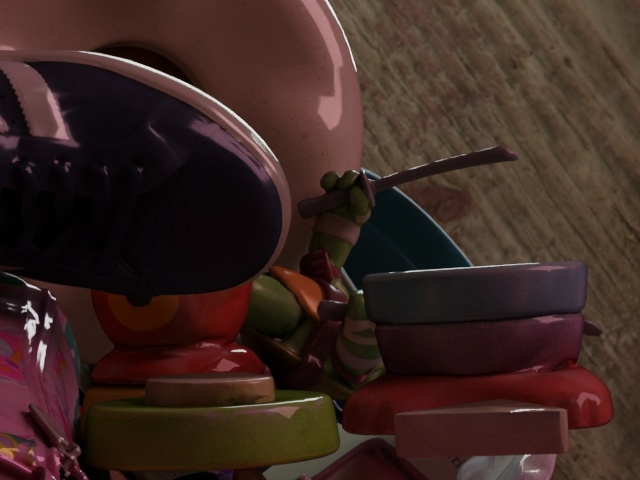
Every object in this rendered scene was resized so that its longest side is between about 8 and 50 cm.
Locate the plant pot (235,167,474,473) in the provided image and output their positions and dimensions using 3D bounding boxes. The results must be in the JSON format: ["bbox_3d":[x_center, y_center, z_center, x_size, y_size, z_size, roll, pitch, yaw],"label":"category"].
[{"bbox_3d":[0.000,0.111,1.793,0.271,0.255,0.271,40,24,-22],"label":"plant pot"}]

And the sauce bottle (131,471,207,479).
[{"bbox_3d":[-0.131,0.098,1.645,0.111,0.111,0.344,52,2,-22],"label":"sauce bottle"}]

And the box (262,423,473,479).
[{"bbox_3d":[0.032,0.225,1.435,0.148,0.232,0.127,51,2,-18],"label":"box"}]

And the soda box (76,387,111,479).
[{"bbox_3d":[-0.164,0.129,1.188,0.060,0.053,0.169,53,3,-20],"label":"soda box"}]

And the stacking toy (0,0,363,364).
[{"bbox_3d":[-0.191,-0.075,1.603,0.350,0.350,0.480,53,-15,-8],"label":"stacking toy"}]

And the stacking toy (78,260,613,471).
[{"bbox_3d":[0.005,0.044,1.081,0.279,0.309,0.130,7,80,-87],"label":"stacking toy"}]

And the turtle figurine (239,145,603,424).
[{"bbox_3d":[0.000,0.000,1.311,0.266,0.275,0.198,24,50,-26],"label":"turtle figurine"}]

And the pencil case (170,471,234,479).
[{"bbox_3d":[-0.034,0.219,0.803,0.386,0.160,0.167,-106,-158,-78],"label":"pencil case"}]

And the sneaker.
[{"bbox_3d":[-0.185,-0.024,0.917,0.350,0.131,0.148,13,27,-8],"label":"sneaker"}]

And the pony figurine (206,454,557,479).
[{"bbox_3d":[0.036,0.256,1.187,0.351,0.303,0.363,-67,136,-78],"label":"pony figurine"}]

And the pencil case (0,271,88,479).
[{"bbox_3d":[-0.159,0.100,0.908,0.124,0.124,0.284,52,1,-18],"label":"pencil case"}]
